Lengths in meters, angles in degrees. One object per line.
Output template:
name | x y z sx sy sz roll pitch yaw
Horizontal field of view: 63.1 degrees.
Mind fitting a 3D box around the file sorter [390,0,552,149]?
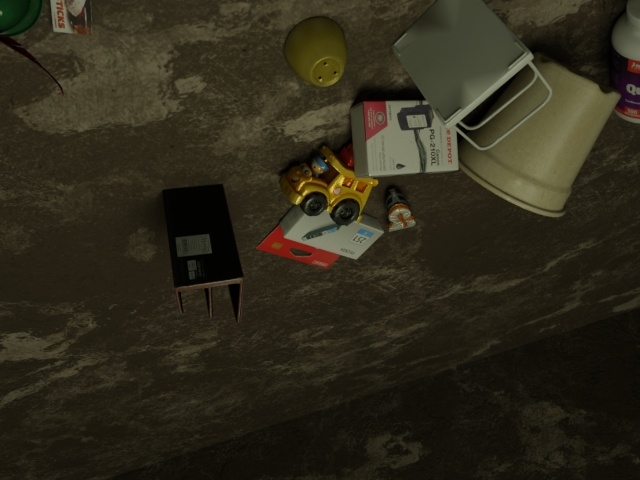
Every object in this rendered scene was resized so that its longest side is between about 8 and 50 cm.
file sorter | 0.316 -0.355 1.085 0.193 0.277 0.173 -41 140 26

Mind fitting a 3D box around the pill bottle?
pill bottle | 0.806 -0.447 1.265 0.182 0.181 0.323 -28 142 11

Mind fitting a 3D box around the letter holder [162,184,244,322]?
letter holder | -0.292 0.046 1.296 0.152 0.301 0.214 -7 142 -16

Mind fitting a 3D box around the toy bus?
toy bus | 0.035 -0.167 1.322 0.220 0.149 0.211 13 119 -33

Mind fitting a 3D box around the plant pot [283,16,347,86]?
plant pot | 0.001 -0.373 1.071 0.134 0.095 0.134 -12 142 -10

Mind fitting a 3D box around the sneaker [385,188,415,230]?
sneaker | 0.234 -0.086 1.555 0.084 0.083 0.215 -16 161 3

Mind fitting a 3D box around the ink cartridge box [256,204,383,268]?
ink cartridge box | 0.000 0.000 1.566 0.296 0.066 0.261 18 129 -38

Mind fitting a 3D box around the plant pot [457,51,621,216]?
plant pot | 0.543 -0.278 1.289 0.334 0.333 0.305 7 124 -31

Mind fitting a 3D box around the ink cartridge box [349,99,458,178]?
ink cartridge box | 0.202 -0.243 1.250 0.237 0.171 0.100 -6 -175 -17

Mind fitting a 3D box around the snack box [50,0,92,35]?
snack box | -0.419 -0.432 0.870 0.064 0.022 0.178 -1 140 -21

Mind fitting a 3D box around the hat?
hat | -0.519 -0.346 0.800 0.209 0.183 0.173 -4 140 -19
